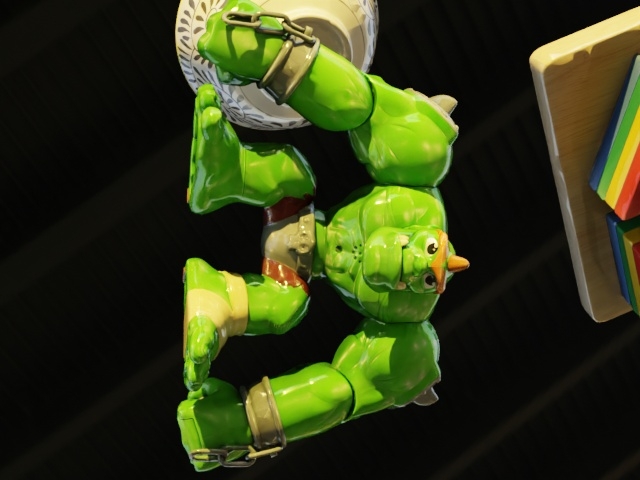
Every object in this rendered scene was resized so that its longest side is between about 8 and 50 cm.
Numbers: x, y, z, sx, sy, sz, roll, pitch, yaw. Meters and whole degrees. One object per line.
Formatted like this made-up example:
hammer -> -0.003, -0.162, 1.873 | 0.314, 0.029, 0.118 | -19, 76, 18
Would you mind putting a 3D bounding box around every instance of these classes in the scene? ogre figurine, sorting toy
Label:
ogre figurine -> 0.000, 0.000, 0.554 | 0.118, 0.097, 0.197 | 2, -103, -10
sorting toy -> 0.315, -0.066, 0.965 | 0.257, 0.089, 0.255 | -23, -55, -4

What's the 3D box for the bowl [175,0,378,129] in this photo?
bowl -> -0.022, -0.152, 0.982 | 0.170, 0.080, 0.170 | -8, -62, -15
